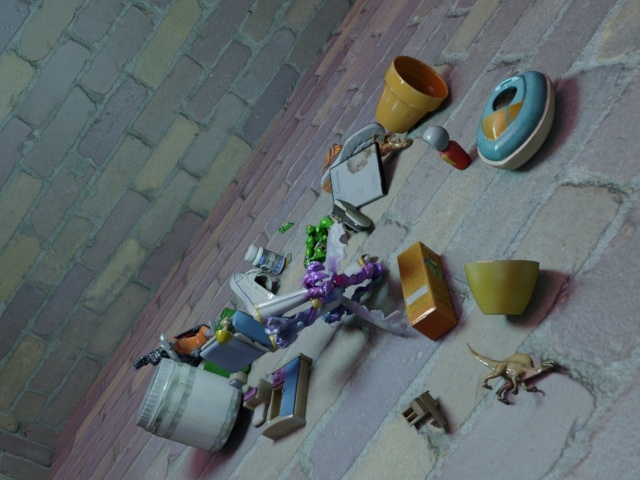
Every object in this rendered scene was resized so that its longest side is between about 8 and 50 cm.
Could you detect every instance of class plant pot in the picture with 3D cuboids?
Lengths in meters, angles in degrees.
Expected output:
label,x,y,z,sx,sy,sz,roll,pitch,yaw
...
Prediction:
label,x,y,z,sx,sy,sz,roll,pitch,yaw
plant pot,0.339,0.090,0.985,0.134,0.134,0.095,-13,74,57
plant pot,0.277,-0.458,1.721,0.205,0.205,0.188,-81,18,-44

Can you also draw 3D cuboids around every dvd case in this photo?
label,x,y,z,sx,sy,sz,roll,pitch,yaw
dvd case,0.120,-0.200,1.772,0.253,0.022,0.181,-24,69,51

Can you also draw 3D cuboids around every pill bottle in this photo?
label,x,y,z,sx,sy,sz,roll,pitch,yaw
pill bottle,-0.211,0.072,1.997,0.078,0.137,0.078,-53,23,33

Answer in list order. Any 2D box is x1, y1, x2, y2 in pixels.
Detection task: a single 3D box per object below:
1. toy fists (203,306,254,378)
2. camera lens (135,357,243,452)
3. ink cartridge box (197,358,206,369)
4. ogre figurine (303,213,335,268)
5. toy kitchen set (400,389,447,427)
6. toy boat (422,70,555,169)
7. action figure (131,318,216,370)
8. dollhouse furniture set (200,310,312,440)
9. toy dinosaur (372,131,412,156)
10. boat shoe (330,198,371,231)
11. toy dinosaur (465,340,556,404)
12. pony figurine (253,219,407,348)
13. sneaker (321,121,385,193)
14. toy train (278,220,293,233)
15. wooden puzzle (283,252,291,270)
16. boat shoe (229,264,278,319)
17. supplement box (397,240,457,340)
label,x,y,z,sx,sy,sz,roll,pitch,yaw
toy fists,-0.300,0.365,1.807,0.096,0.142,0.279,125,162,-45
camera lens,-0.387,0.499,1.597,0.219,0.274,0.219,-58,17,29
ink cartridge box,-0.409,0.524,1.907,0.275,0.060,0.239,-57,22,-2
ogre figurine,0.000,0.000,1.766,0.118,0.096,0.197,-105,24,-43
toy kitchen set,0.189,0.340,1.004,0.075,0.083,0.068,-47,67,20
toy boat,0.401,-0.270,1.277,0.318,0.148,0.268,-24,39,50
action figure,-0.537,0.441,2.032,0.341,0.178,0.330,-28,-21,-24
dollhouse furniture set,-0.218,0.382,1.421,0.286,0.303,0.198,-39,28,33
toy dinosaur,0.204,-0.300,1.767,0.211,0.064,0.112,-32,56,37
boat shoe,0.094,-0.066,1.692,0.069,0.081,0.228,-68,24,15
toy dinosaur,0.324,0.231,0.924,0.183,0.053,0.093,-3,40,52
pony figurine,0.020,0.128,1.311,0.363,0.303,0.351,-28,3,-7
sneaker,0.104,-0.334,1.949,0.321,0.124,0.180,-44,27,26
toy train,-0.144,-0.056,2.187,0.083,0.023,0.017,-37,30,37
wooden puzzle,-0.127,0.076,2.009,0.049,0.006,0.083,-45,26,23
boat shoe,-0.220,0.161,1.918,0.156,0.135,0.367,-55,27,1
supplement box,0.236,0.107,1.195,0.080,0.078,0.233,-44,27,26
